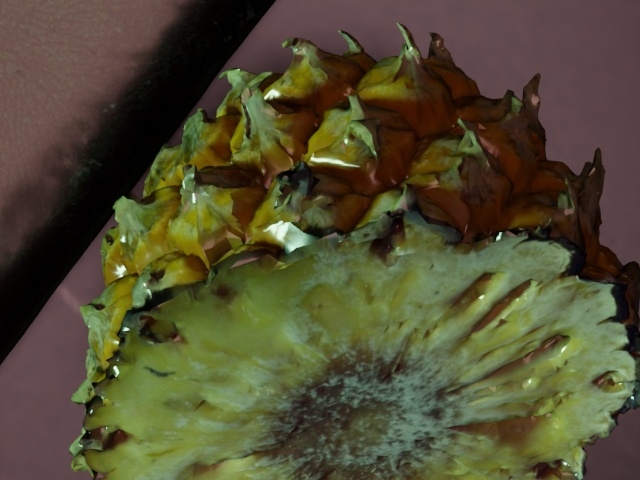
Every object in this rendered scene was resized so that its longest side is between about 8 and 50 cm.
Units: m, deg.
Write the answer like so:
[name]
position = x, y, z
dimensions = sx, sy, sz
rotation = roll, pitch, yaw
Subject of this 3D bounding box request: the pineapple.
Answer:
[pineapple]
position = 0.003, 0.001, 0.553
dimensions = 0.161, 0.137, 0.176
rotation = -1, 135, -14

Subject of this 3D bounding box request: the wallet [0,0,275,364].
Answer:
[wallet]
position = -0.129, -0.056, 0.574
dimensions = 0.172, 0.045, 0.318
rotation = 38, 91, -8
